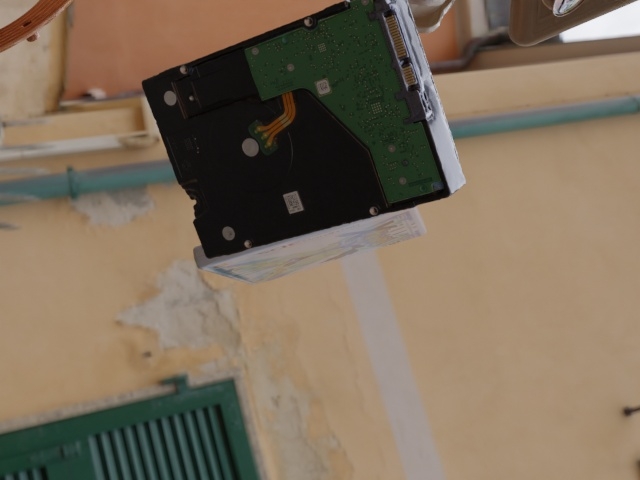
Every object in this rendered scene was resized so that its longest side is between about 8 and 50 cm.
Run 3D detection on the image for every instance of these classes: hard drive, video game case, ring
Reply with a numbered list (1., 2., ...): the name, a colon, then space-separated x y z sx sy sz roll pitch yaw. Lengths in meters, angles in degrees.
1. hard drive: -0.026 -0.127 1.159 0.339 0.064 0.237 -15 -80 31
2. video game case: 0.000 0.000 1.469 0.329 0.300 0.036 33 41 -79
3. ring: -0.517 -0.359 1.575 0.336 0.336 0.032 50 -13 47

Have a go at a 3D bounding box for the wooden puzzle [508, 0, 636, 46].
1. wooden puzzle: 0.502 -0.543 1.844 0.348 0.080 0.322 -10 -109 55

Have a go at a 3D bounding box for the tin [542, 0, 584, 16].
1. tin: 0.424 -0.447 1.615 0.040 0.106 0.190 52 -47 27

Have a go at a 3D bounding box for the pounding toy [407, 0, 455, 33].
1. pounding toy: 0.168 -0.488 1.682 0.154 0.269 0.155 23 -28 20
